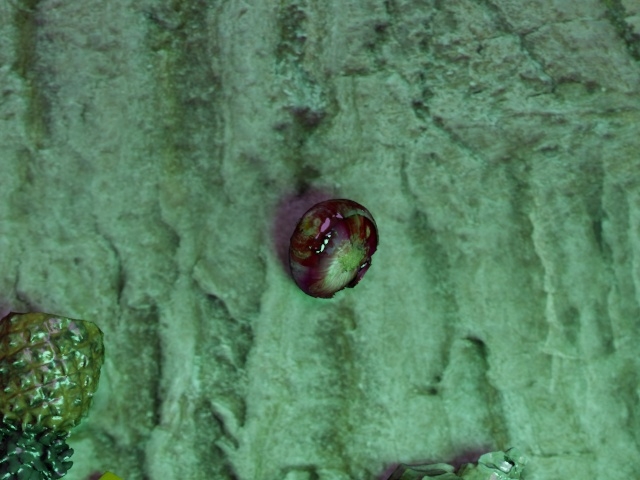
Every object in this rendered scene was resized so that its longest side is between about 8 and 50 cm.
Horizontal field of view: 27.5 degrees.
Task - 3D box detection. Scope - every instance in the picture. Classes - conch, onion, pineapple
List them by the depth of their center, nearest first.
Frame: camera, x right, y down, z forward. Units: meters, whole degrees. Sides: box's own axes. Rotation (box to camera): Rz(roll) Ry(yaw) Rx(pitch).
[{"bbox_3d":[0.166,0.379,1.694,0.210,0.159,0.291,35,67,7],"label":"conch"},{"bbox_3d":[-0.367,0.233,1.694,0.158,0.158,0.278,8,77,-5],"label":"pineapple"},{"bbox_3d":[0.000,0.000,1.877,0.150,0.150,0.140,-39,46,-22],"label":"onion"}]

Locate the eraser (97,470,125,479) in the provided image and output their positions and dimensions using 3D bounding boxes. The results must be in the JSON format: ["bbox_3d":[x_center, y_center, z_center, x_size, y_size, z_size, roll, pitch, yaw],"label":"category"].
[{"bbox_3d":[-0.257,0.359,1.665,0.122,0.045,0.097,16,53,43],"label":"eraser"}]
